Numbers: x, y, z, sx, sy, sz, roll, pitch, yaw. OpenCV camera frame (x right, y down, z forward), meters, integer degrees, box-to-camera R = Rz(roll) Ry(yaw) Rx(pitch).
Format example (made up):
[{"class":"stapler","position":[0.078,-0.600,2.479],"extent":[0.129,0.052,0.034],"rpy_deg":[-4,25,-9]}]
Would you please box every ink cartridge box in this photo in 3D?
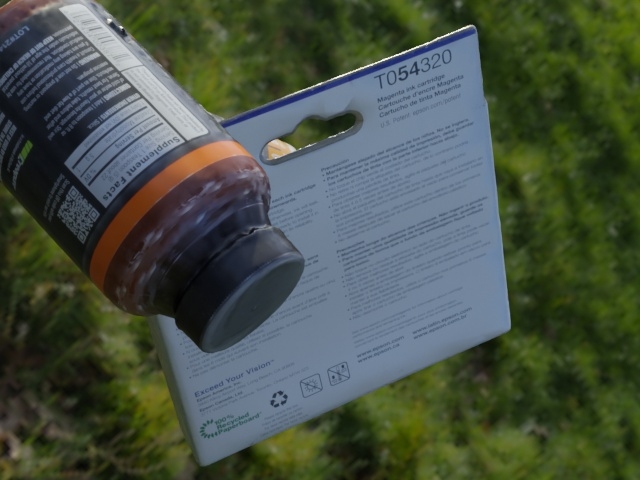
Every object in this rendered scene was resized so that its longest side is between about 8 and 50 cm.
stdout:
[{"class":"ink cartridge box","position":[0.000,0.000,1.265],"extent":[0.071,0.324,0.330],"rpy_deg":[48,-25,52]}]

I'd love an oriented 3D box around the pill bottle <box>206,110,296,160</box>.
[{"class":"pill bottle","position":[-0.170,-0.073,1.596],"extent":[0.278,0.162,0.162],"rpy_deg":[20,30,-27]}]

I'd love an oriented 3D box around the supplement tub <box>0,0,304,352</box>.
[{"class":"supplement tub","position":[-0.098,-0.034,0.758],"extent":[0.198,0.106,0.106],"rpy_deg":[46,16,16]}]
